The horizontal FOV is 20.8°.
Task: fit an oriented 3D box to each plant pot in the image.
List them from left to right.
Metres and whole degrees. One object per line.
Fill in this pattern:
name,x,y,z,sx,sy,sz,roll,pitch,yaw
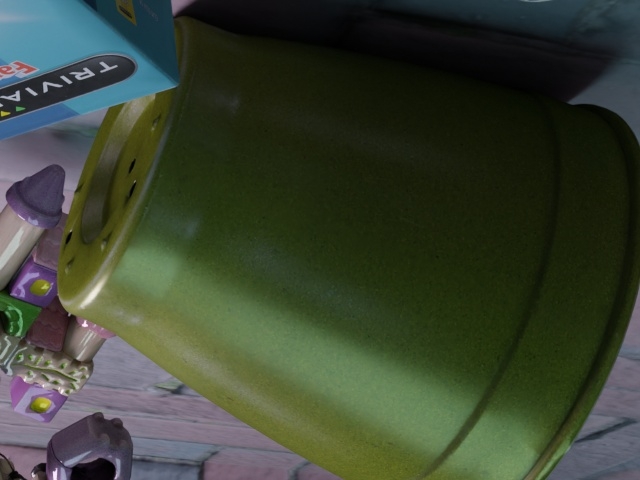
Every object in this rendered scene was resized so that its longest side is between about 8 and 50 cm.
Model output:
plant pot,0.000,0.000,1.343,0.353,0.366,0.366,22,156,-18

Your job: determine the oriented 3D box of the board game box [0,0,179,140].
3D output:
board game box,-0.272,-0.151,1.040,0.254,0.079,0.336,-15,157,18

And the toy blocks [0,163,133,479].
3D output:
toy blocks,-0.283,0.043,1.583,0.288,0.309,0.260,23,116,-35
